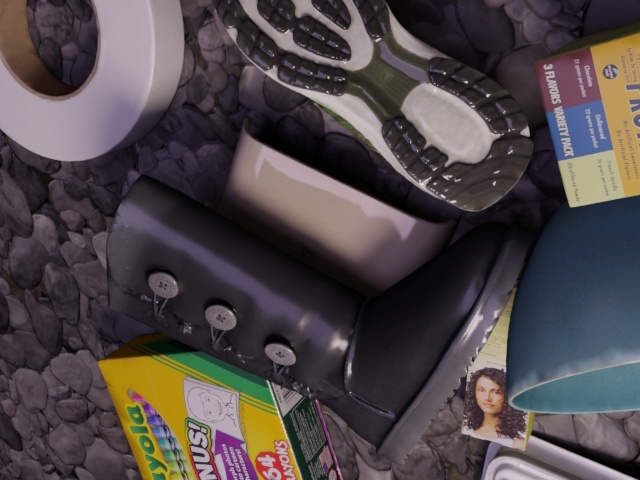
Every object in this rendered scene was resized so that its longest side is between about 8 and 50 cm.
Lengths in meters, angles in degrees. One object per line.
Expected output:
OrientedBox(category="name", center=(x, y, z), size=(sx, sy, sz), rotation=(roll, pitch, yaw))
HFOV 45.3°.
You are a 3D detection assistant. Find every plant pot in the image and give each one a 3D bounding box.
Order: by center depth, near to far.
OrientedBox(category="plant pot", center=(0.321, 0.051, 0.765), size=(0.290, 0.290, 0.195), rotation=(-18, 64, 32))

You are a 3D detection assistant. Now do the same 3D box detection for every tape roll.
OrientedBox(category="tape roll", center=(-0.369, -0.307, 1.086), size=(0.392, 0.072, 0.392), rotation=(10, 112, 24))

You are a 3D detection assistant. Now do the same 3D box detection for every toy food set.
OrientedBox(category="toy food set", center=(0.000, 0.000, 1.009), size=(0.306, 0.092, 0.219), rotation=(26, 119, 8))

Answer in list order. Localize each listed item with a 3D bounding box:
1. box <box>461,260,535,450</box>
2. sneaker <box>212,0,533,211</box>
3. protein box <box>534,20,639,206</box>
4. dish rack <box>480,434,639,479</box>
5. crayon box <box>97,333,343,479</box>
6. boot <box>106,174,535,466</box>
OrientedBox(category="box", center=(0.229, 0.139, 0.946), size=(0.087, 0.058, 0.232), rotation=(9, 112, 25))
OrientedBox(category="sneaker", center=(0.037, -0.188, 0.844), size=(0.410, 0.182, 0.158), rotation=(44, 91, -2))
OrientedBox(category="protein box", center=(0.328, -0.137, 0.703), size=(0.200, 0.201, 0.136), rotation=(-11, 103, 31))
OrientedBox(category="dish rack", center=(0.339, 0.420, 0.967), size=(0.333, 0.072, 0.285), rotation=(19, 118, 30))
OrientedBox(category="crayon box", center=(-0.143, 0.317, 1.182), size=(0.313, 0.106, 0.362), rotation=(-10, 103, 31))
OrientedBox(category="boot", center=(-0.029, 0.037, 0.900), size=(0.445, 0.146, 0.367), rotation=(30, 124, 9))
